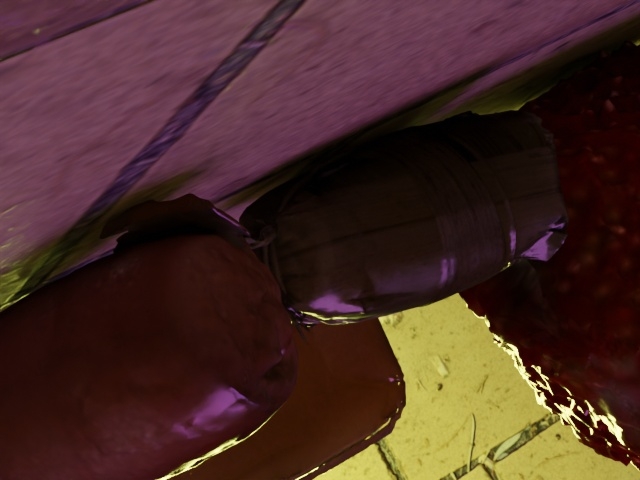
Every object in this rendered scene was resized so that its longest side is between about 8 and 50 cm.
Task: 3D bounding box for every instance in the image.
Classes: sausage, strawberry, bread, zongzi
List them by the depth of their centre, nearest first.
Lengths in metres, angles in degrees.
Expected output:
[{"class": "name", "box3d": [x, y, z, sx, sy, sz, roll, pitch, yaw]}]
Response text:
[{"class": "sausage", "box3d": [-0.173, 0.109, 0.729, 0.419, 0.094, 0.094, -32, -159, 36]}, {"class": "zongzi", "box3d": [0.000, 0.000, 0.834, 0.189, 0.081, 0.178, -19, -175, -28]}, {"class": "strawberry", "box3d": [0.207, 0.014, 1.002, 0.351, 0.312, 0.267, 6, 127, -51]}, {"class": "bread", "box3d": [-0.064, 0.102, 1.071, 0.241, 0.136, 0.107, -24, 175, -45]}]
